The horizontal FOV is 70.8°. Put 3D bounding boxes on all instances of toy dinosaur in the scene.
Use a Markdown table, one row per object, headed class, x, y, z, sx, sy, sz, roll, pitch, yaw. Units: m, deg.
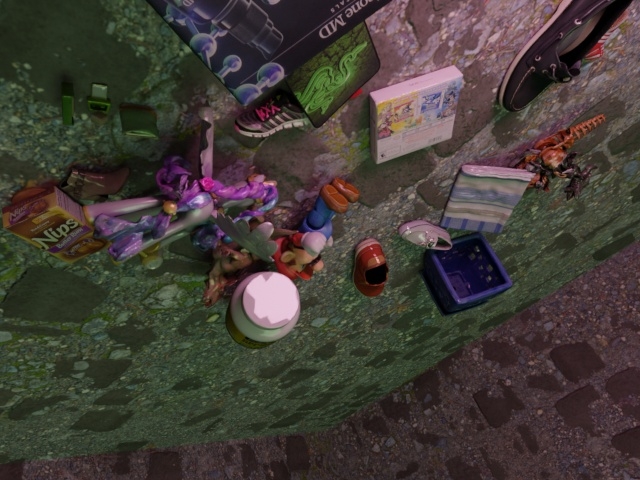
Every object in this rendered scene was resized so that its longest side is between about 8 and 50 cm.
| class | x | y | z | sx | sy | sz | roll | pitch | yaw |
| --- | --- | --- | --- | --- | --- | --- | --- | --- | --- |
| toy dinosaur | 0.686 | -0.228 | 1.329 | 0.218 | 0.164 | 0.322 | 22 | 149 | -28 |
| toy dinosaur | -0.198 | 0.033 | 1.155 | 0.295 | 0.127 | 0.200 | -26 | 147 | -5 |

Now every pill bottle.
| class | x | y | z | sx | sy | sz | roll | pitch | yaw |
| --- | --- | --- | --- | --- | --- | --- | --- | --- | --- |
| pill bottle | -0.162 | 0.195 | 1.254 | 0.188 | 0.188 | 0.334 | -11 | 165 | -18 |

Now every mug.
| class | x | y | z | sx | sy | sz | roll | pitch | yaw |
| --- | --- | --- | --- | --- | --- | --- | --- | --- | --- |
| mug | -0.410 | 0.032 | 1.071 | 0.078 | 0.064 | 0.062 | 10 | 134 | -40 |

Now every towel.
| class | x | y | z | sx | sy | sz | roll | pitch | yaw |
| --- | --- | --- | --- | --- | --- | --- | --- | --- | --- |
| towel | 0.500 | -0.118 | 1.383 | 0.209 | 0.034 | 0.285 | 7 | 145 | 3 |

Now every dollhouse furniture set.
| class | x | y | z | sx | sy | sz | roll | pitch | yaw |
| --- | --- | --- | --- | --- | --- | --- | --- | --- | --- |
| dollhouse furniture set | -0.343 | -0.219 | 0.749 | 0.151 | 0.076 | 0.058 | -1 | 141 | -30 |

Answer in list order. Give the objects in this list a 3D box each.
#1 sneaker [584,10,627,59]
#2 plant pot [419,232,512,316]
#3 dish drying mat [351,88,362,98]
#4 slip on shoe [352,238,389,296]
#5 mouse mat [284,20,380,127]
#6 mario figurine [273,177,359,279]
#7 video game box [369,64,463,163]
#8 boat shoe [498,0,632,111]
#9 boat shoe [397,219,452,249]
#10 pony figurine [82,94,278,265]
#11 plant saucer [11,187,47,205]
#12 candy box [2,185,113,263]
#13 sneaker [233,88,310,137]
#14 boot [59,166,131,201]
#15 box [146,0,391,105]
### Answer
| class | x | y | z | sx | sy | sz | roll | pitch | yaw |
| --- | --- | --- | --- | --- | --- | --- | --- | --- | --- |
| sneaker | 0.659 | -0.474 | 1.049 | 0.067 | 0.042 | 0.118 | 16 | 138 | -40 |
| plant pot | 0.514 | 0.141 | 1.658 | 0.236 | 0.236 | 0.212 | -15 | 152 | -15 |
| dish drying mat | 0.059 | -0.323 | 0.917 | 0.032 | 0.008 | 0.083 | -30 | 146 | 8 |
| slip on shoe | 0.176 | 0.120 | 1.527 | 0.123 | 0.101 | 0.331 | -22 | 148 | -7 |
| mouse mat | 0.030 | -0.320 | 0.856 | 0.189 | 0.007 | 0.152 | -43 | 146 | 0 |
| mario figurine | 0.000 | 0.000 | 1.190 | 0.198 | 0.170 | 0.320 | 3 | 137 | -38 |
| video game box | 0.212 | -0.283 | 1.034 | 0.205 | 0.048 | 0.187 | -20 | 149 | -7 |
| boat shoe | 0.538 | -0.411 | 0.996 | 0.127 | 0.113 | 0.340 | 2 | 139 | -34 |
| boat shoe | 0.354 | -0.012 | 1.475 | 0.226 | 0.076 | 0.083 | 2 | 138 | -34 |
| pony figurine | -0.241 | -0.073 | 0.872 | 0.363 | 0.303 | 0.351 | -20 | -177 | -11 |
| plant saucer | -0.556 | -0.070 | 0.883 | 0.083 | 0.013 | 0.083 | -16 | 146 | -11 |
| candy box | -0.523 | -0.024 | 0.912 | 0.109 | 0.053 | 0.187 | -24 | 153 | -1 |
| sneaker | -0.088 | -0.254 | 0.875 | 0.170 | 0.063 | 0.075 | -18 | 147 | -19 |
| boot | -0.436 | -0.117 | 0.868 | 0.118 | 0.042 | 0.087 | -39 | 142 | 21 |
| box | -0.108 | -0.411 | 0.506 | 0.293 | 0.212 | 0.395 | -32 | 147 | 11 |
